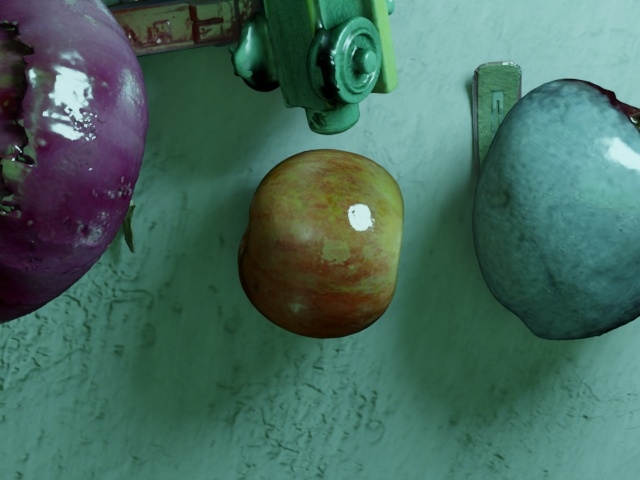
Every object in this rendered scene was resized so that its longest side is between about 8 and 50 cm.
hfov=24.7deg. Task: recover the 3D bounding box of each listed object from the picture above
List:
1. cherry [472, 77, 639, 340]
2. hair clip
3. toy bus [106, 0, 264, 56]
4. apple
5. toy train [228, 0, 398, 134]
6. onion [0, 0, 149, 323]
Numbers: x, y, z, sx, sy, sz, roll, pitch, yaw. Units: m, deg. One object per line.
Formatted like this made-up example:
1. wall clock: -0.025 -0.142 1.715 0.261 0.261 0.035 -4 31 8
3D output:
1. cherry: 0.281 -0.038 1.507 0.255 0.218 0.296 16 110 -37
2. hair clip: 0.192 -0.127 1.580 0.054 0.022 0.137 -6 108 -3
3. toy bus: -0.146 -0.220 1.492 0.192 0.077 0.065 -9 106 -4
4. apple: 0.000 0.000 1.501 0.164 0.209 0.209 9 103 -2
5. toy train: 0.005 -0.295 1.426 0.150 0.237 0.369 8 122 31
6. onion: -0.305 -0.103 1.387 0.345 0.358 0.358 -22 111 -44
